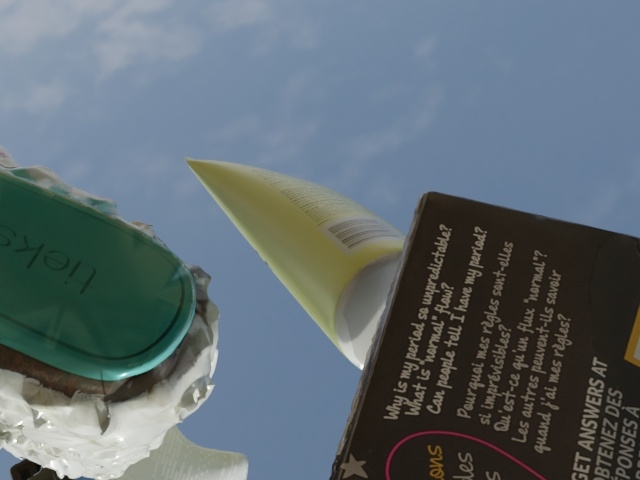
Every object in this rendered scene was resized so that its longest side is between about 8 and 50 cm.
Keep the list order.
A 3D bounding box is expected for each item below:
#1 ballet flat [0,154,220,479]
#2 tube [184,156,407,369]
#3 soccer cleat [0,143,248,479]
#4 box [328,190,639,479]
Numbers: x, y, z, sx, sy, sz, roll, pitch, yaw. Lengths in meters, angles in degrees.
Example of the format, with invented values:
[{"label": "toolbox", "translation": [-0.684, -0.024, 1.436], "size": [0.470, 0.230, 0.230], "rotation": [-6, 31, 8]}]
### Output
[{"label": "ballet flat", "translation": [-0.236, -0.011, 0.698], "size": [0.409, 0.147, 0.147], "rotation": [32, -108, 8]}, {"label": "tube", "translation": [0.000, 0.000, 0.778], "size": [0.062, 0.070, 0.240], "rotation": [-32, -155, -7]}, {"label": "soccer cleat", "translation": [-0.152, 0.055, 0.968], "size": [0.143, 0.116, 0.331], "rotation": [-15, -122, -20]}, {"label": "box", "translation": [0.068, 0.135, 0.511], "size": [0.142, 0.247, 0.163], "rotation": [13, -132, 9]}]
